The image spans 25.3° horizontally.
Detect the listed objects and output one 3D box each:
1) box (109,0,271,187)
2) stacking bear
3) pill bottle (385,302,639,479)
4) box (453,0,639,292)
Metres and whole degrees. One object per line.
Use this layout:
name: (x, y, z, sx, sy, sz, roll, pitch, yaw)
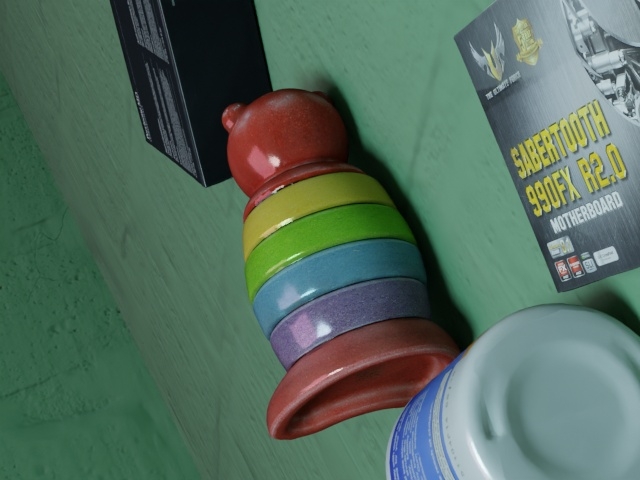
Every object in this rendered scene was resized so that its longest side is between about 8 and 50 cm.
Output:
box: (-0.139, -0.211, 1.479, 0.184, 0.103, 0.261, 34, 141, 56)
stacking bear: (0.000, 0.000, 1.243, 0.164, 0.175, 0.289, 105, 148, -63)
pill bottle: (0.133, 0.153, 1.019, 0.152, 0.152, 0.272, 65, 161, 13)
box: (0.172, -0.077, 0.817, 0.183, 0.056, 0.231, 68, 161, 3)
